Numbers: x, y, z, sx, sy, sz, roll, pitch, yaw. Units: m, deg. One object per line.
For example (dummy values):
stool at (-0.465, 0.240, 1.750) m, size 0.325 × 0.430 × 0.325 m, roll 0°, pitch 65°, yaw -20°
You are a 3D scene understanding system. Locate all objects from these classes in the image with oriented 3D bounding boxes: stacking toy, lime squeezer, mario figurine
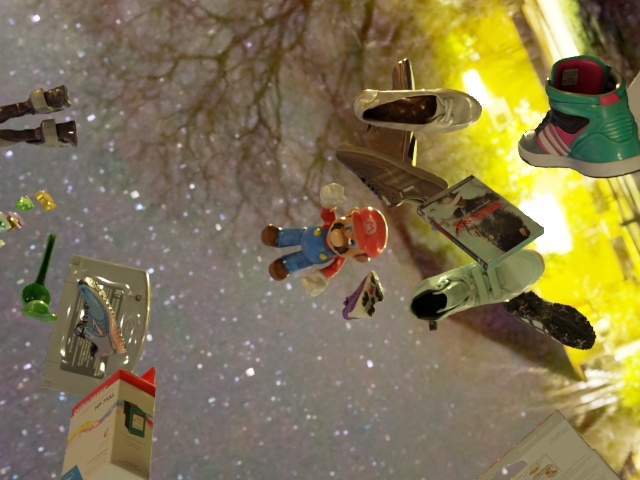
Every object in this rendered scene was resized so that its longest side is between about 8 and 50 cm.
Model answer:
stacking toy at (-0.687, -0.045, 1.847) m, size 0.052 × 0.167 × 0.221 m, roll 54°, pitch -178°, yaw -3°
lime squeezer at (-0.520, 0.107, 1.591) m, size 0.059 × 0.110 × 0.310 m, roll 41°, pitch -171°, yaw -30°
mario figurine at (0.000, 0.000, 1.889) m, size 0.198 × 0.321 × 0.170 m, roll 54°, pitch -141°, yaw -29°

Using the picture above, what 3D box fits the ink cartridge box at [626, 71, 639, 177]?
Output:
ink cartridge box at (0.682, -0.270, 1.531) m, size 0.226 × 0.306 × 0.131 m, roll -4°, pitch -136°, yaw -36°

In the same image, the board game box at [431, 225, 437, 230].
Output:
board game box at (0.298, -0.067, 1.900) m, size 0.020 × 0.090 × 0.090 m, roll 33°, pitch -121°, yaw -61°

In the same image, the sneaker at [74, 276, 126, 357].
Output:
sneaker at (-0.390, 0.140, 1.452) m, size 0.063 × 0.073 × 0.162 m, roll 43°, pitch 150°, yaw 56°

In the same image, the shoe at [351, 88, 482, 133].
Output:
shoe at (0.163, -0.211, 1.392) m, size 0.058 × 0.219 × 0.076 m, roll -105°, pitch 16°, yaw -70°

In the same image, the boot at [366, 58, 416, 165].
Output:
boot at (0.154, -0.259, 1.861) m, size 0.112 × 0.115 × 0.305 m, roll -71°, pitch -16°, yaw -47°

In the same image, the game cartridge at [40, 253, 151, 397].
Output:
game cartridge at (-0.478, 0.195, 1.834) m, size 0.062 × 0.198 × 0.297 m, roll 142°, pitch 141°, yaw -86°

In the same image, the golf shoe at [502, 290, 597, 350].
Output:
golf shoe at (0.462, 0.157, 1.702) m, size 0.198 × 0.077 × 0.094 m, roll 32°, pitch 174°, yaw 17°

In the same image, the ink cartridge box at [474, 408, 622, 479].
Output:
ink cartridge box at (0.336, 0.420, 1.390) m, size 0.239 × 0.275 × 0.060 m, roll 47°, pitch -177°, yaw -24°

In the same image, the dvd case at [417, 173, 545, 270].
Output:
dvd case at (0.180, -0.023, 0.957) m, size 0.119 × 0.087 × 0.013 m, roll 44°, pitch 155°, yaw 38°

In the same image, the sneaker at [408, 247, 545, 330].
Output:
sneaker at (0.282, 0.091, 1.533) m, size 0.094 × 0.256 × 0.151 m, roll 69°, pitch -160°, yaw -4°

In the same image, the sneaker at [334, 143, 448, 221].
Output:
sneaker at (0.104, -0.089, 1.296) m, size 0.066 × 0.188 × 0.071 m, roll 165°, pitch 124°, yaw -81°

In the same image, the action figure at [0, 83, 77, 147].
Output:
action figure at (-0.585, -0.197, 1.502) m, size 0.099 × 0.285 × 0.185 m, roll 165°, pitch 94°, yaw -72°

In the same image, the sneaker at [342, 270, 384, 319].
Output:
sneaker at (0.086, 0.118, 1.810) m, size 0.068 × 0.071 × 0.170 m, roll 67°, pitch -154°, yaw -11°

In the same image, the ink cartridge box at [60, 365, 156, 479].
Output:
ink cartridge box at (-0.335, 0.303, 1.345) m, size 0.078 × 0.134 × 0.231 m, roll 37°, pitch -153°, yaw -31°

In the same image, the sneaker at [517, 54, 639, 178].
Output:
sneaker at (0.398, -0.206, 1.357) m, size 0.295 × 0.124 × 0.178 m, roll -149°, pitch 44°, yaw -69°
